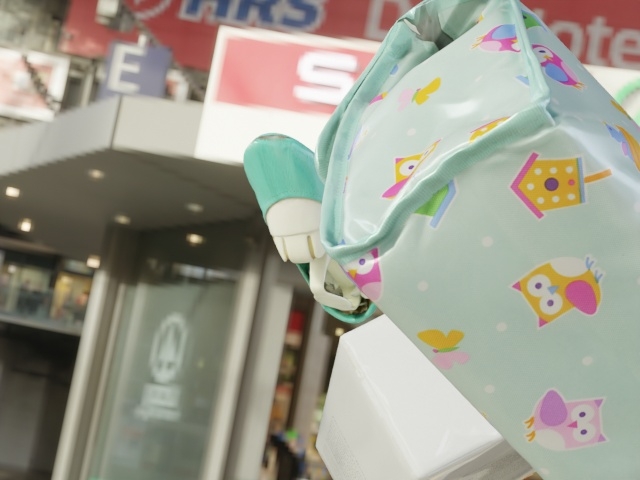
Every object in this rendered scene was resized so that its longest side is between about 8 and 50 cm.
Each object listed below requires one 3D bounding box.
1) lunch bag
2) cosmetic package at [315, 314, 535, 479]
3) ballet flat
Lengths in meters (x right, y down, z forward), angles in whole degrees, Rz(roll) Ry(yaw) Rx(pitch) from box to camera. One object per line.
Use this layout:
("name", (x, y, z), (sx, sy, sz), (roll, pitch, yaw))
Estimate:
("lunch bag", (0.116, -0.011, 0.780), (0.223, 0.160, 0.262), (46, 17, -20))
("cosmetic package", (0.137, 0.185, 1.508), (0.230, 0.161, 0.453), (-25, -17, -13))
("ballet flat", (0.000, 0.000, 1.347), (0.083, 0.087, 0.247), (-12, -39, 21))
